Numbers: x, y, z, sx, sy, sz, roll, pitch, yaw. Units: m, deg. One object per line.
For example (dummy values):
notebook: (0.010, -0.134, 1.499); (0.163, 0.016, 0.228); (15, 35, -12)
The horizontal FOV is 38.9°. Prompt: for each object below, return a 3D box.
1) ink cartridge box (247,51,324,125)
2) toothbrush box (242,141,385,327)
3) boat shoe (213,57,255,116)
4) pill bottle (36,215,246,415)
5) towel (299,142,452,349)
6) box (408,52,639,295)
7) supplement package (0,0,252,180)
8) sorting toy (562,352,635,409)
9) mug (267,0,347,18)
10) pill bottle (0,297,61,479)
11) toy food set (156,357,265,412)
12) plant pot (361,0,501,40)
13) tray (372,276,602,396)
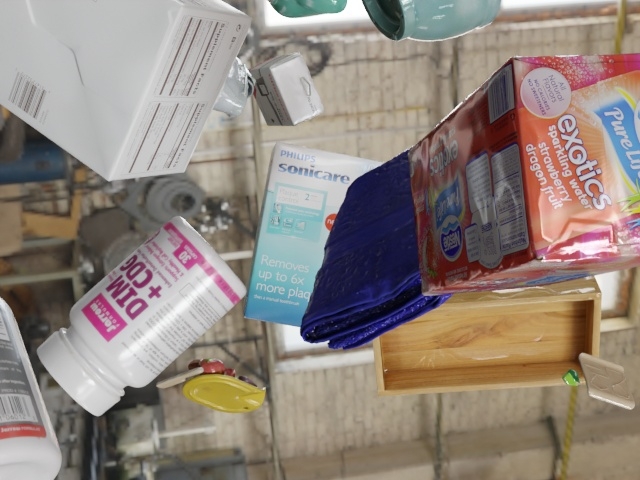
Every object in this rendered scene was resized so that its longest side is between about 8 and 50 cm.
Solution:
ink cartridge box: (-0.064, -0.257, 1.559); (0.109, 0.063, 0.150); (66, -16, -15)
toothbrush box: (0.000, 0.000, 1.527); (0.126, 0.216, 0.295); (176, -75, -83)
boat shoe: (-0.146, -0.246, 1.432); (0.079, 0.081, 0.227); (-55, -163, 20)
pill bottle: (-0.262, 0.112, 1.332); (0.160, 0.283, 0.160); (46, -8, 9)
towel: (0.102, -0.005, 1.156); (0.076, 0.228, 0.308); (47, 36, -23)
box: (0.155, -0.035, 0.656); (0.257, 0.123, 0.128); (138, -51, -78)
supplement package: (-0.248, -0.220, 1.006); (0.145, 0.262, 0.204); (-17, 138, -63)
sorting toy: (0.299, 0.150, 0.989); (0.062, 0.083, 0.012); (-83, -165, -53)
mug: (-0.029, -0.392, 1.328); (0.158, 0.097, 0.129); (-155, -126, -66)
pill bottle: (-0.518, 0.196, 1.284); (0.363, 0.210, 0.210); (60, -19, 28)
toy food set: (-0.207, 0.277, 1.823); (0.128, 0.218, 0.071); (-29, -133, 32)
plant pot: (0.197, -0.524, 1.836); (0.293, 0.196, 0.293); (53, -16, 22)
tray: (0.304, 0.178, 1.692); (0.076, 0.411, 0.202); (-84, 169, -60)
